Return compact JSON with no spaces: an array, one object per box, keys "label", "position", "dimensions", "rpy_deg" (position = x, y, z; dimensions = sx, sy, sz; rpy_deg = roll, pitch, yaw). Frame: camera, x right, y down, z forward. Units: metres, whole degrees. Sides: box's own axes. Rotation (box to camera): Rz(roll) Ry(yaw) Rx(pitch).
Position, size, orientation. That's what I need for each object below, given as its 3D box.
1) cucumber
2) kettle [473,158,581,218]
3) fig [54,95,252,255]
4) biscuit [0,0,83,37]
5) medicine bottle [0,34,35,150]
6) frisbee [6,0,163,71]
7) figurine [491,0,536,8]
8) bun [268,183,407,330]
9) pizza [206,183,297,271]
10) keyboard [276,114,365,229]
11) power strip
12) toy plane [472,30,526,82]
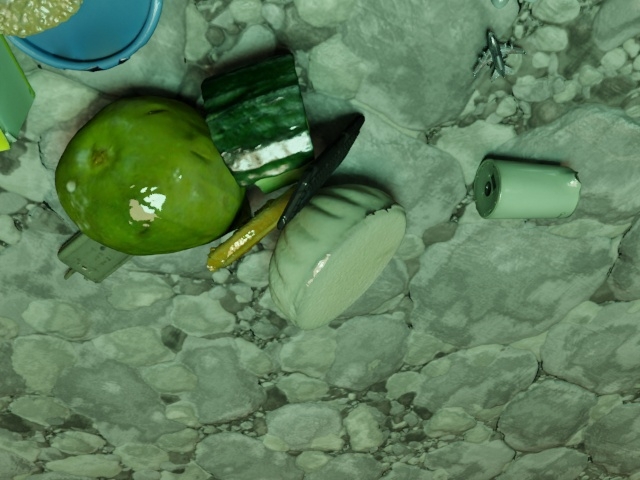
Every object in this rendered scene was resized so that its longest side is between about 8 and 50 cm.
[{"label":"cucumber","position":[-0.077,-0.161,0.889],"dimensions":[0.130,0.191,0.191],"rpy_deg":[-13,131,6]},{"label":"kettle","position":[0.338,-0.072,1.056],"dimensions":[0.148,0.098,0.126],"rpy_deg":[2,125,-12]},{"label":"fig","position":[-0.215,-0.097,0.935],"dimensions":[0.233,0.314,0.233],"rpy_deg":[7,105,27]},{"label":"biscuit","position":[-0.372,-0.346,0.737],"dimensions":[0.220,0.033,0.219],"rpy_deg":[1,124,1]},{"label":"medicine bottle","position":[-0.530,-0.190,0.828],"dimensions":[0.250,0.141,0.137],"rpy_deg":[-11,134,3]},{"label":"frisbee","position":[-0.312,-0.331,0.787],"dimensions":[0.242,0.045,0.242],"rpy_deg":[0,122,1]},{"label":"figurine","position":[0.105,-0.420,0.654],"dimensions":[0.381,0.248,0.203],"rpy_deg":[20,166,-16]},{"label":"bun","position":[0.000,0.000,1.039],"dimensions":[0.263,0.175,0.263],"rpy_deg":[-38,155,-22]},{"label":"pizza","position":[-0.093,-0.020,0.938],"dimensions":[0.178,0.131,0.041],"rpy_deg":[-40,93,-1]},{"label":"keyboard","position":[0.007,-0.103,0.896],"dimensions":[0.016,0.262,0.106],"rpy_deg":[31,124,3]},{"label":"power strip","position":[-0.350,-0.003,1.074],"dimensions":[0.268,0.034,0.092],"rpy_deg":[-35,126,21]},{"label":"toy plane","position":[0.254,-0.268,0.919],"dimensions":[0.079,0.031,0.083],"rpy_deg":[-23,129,13]}]
